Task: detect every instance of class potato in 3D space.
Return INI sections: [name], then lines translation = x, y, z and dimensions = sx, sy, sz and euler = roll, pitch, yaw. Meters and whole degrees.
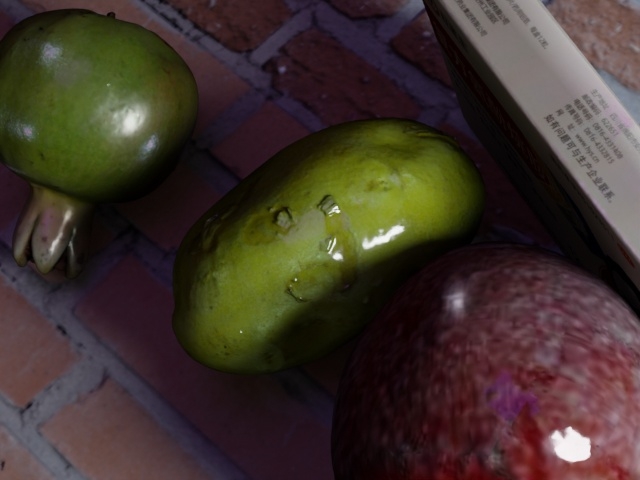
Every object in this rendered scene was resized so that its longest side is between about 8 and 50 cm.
[potato]
translation = 0.000, 0.000, 1.435
dimensions = 0.253, 0.186, 0.148
euler = -33, 81, -14

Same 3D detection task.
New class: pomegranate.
[pomegranate]
translation = -0.193, -0.087, 1.552
dimensions = 0.179, 0.179, 0.210
euler = 11, 62, 22

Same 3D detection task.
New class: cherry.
[cherry]
translation = 0.119, 0.114, 1.308
dimensions = 0.230, 0.203, 0.300
euler = -46, 23, 32

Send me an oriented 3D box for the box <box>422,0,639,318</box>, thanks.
[box]
translation = 0.184, -0.050, 1.394
dimensions = 0.069, 0.214, 0.353
euler = -31, 54, -3
